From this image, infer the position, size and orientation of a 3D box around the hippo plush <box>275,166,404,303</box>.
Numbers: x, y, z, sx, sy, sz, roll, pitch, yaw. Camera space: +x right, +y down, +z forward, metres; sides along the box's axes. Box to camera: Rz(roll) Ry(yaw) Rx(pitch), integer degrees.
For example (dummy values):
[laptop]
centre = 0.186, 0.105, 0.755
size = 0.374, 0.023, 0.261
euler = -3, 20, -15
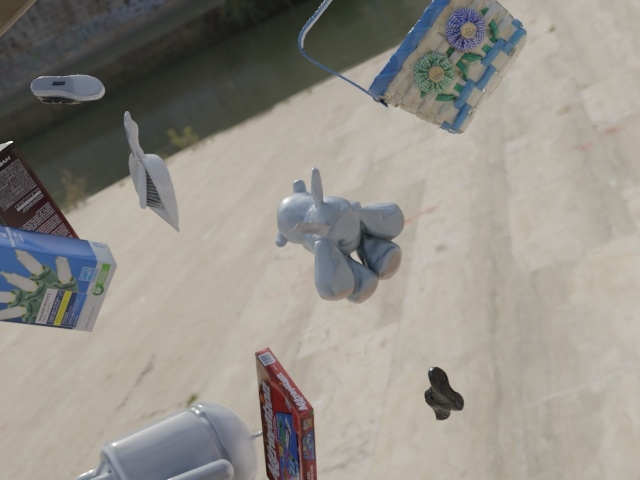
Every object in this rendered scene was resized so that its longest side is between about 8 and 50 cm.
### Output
[hippo plush]
centre = 0.000, 0.000, 1.984
size = 0.237, 0.294, 0.234
euler = 10, 82, 53

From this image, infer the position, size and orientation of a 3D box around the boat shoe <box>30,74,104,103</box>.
[boat shoe]
centre = -0.434, -0.258, 1.681
size = 0.142, 0.040, 0.049
euler = 7, 58, 18

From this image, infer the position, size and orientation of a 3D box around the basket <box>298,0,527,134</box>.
[basket]
centre = 0.146, -0.313, 1.427
size = 0.254, 0.289, 0.201
euler = -57, -7, 11

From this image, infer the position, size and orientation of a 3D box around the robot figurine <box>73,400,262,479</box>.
[robot figurine]
centre = -0.262, 0.419, 1.759
size = 0.354, 0.199, 0.300
euler = -21, 8, -25

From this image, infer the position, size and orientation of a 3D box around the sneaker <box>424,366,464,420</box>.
[sneaker]
centre = 0.268, 0.353, 2.226
size = 0.089, 0.170, 0.051
euler = -9, 41, 42

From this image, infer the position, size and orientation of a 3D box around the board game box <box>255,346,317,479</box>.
[board game box]
centre = -0.049, 0.309, 1.462
size = 0.027, 0.281, 0.145
euler = -19, 40, -21

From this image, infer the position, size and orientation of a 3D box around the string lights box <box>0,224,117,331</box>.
[string lights box]
centre = -0.466, 0.055, 1.499
size = 0.260, 0.133, 0.077
euler = 11, 24, -33

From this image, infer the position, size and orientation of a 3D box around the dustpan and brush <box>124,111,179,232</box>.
[dustpan and brush]
centre = -0.303, -0.125, 1.670
size = 0.060, 0.211, 0.147
euler = -15, 29, -29

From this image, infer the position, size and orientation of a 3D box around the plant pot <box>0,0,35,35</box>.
[plant pot]
centre = -0.488, -0.314, 1.049
size = 0.323, 0.280, 0.323
euler = -31, 30, 20

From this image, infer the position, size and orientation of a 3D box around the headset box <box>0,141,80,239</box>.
[headset box]
centre = -0.565, -0.019, 1.761
size = 0.218, 0.293, 0.110
euler = -5, 33, 45
